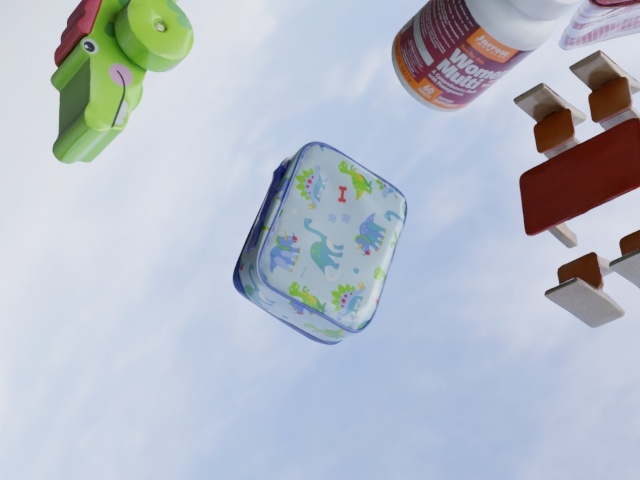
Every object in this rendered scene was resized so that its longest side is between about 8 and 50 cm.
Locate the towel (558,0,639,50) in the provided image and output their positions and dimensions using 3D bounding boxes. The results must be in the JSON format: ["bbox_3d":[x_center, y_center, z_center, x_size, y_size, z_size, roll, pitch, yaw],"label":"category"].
[{"bbox_3d":[0.431,-0.296,1.463,0.237,0.037,0.329,-13,178,5],"label":"towel"}]

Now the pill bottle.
[{"bbox_3d":[0.183,-0.243,1.282,0.221,0.121,0.121,-39,-157,51],"label":"pill bottle"}]

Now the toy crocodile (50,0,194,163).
[{"bbox_3d":[-0.161,-0.211,0.997,0.115,0.105,0.341,-30,-143,49],"label":"toy crocodile"}]

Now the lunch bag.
[{"bbox_3d":[0.000,0.000,1.415,0.090,0.176,0.219,-30,-145,57],"label":"lunch bag"}]

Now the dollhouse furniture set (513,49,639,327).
[{"bbox_3d":[0.311,-0.085,1.179,0.259,0.135,0.262,-28,-131,35],"label":"dollhouse furniture set"}]
